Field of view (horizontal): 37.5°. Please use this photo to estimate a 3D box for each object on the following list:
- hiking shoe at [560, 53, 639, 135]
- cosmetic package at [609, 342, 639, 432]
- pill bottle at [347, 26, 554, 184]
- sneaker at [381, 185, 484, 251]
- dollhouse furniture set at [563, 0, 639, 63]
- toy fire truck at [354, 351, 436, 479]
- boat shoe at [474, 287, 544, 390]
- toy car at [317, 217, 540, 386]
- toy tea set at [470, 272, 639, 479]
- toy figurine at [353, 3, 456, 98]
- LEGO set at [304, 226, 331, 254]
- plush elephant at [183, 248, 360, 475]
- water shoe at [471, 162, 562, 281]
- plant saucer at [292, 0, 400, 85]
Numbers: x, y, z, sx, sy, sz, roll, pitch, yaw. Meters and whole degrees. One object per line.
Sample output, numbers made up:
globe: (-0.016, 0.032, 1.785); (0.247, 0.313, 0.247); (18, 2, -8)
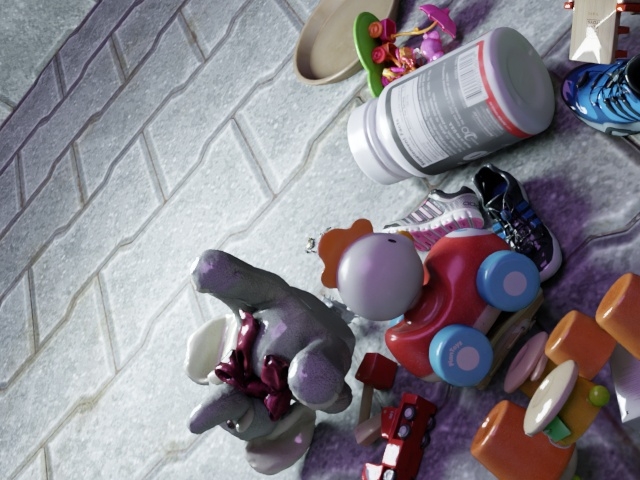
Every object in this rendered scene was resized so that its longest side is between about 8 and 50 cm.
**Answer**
hiking shoe: (0.408, -0.197, 1.178); (0.304, 0.132, 0.113); (24, 82, 55)
cosmetic package: (0.422, 0.117, 0.975); (0.239, 0.060, 0.099); (-29, 44, 34)
pill bottle: (0.189, -0.190, 1.414); (0.283, 0.161, 0.161); (-22, 48, 41)
sneaker: (0.167, -0.036, 1.408); (0.170, 0.063, 0.075); (-17, 51, 37)
dollhouse furniture set: (0.428, -0.294, 1.160); (0.262, 0.259, 0.135); (27, 121, 57)
toy fire truck: (0.088, 0.252, 1.288); (0.135, 0.047, 0.192); (-2, 63, 50)
boat shoe: (0.239, 0.123, 1.216); (0.153, 0.048, 0.056); (-50, 11, -1)
toy car: (0.112, 0.042, 1.202); (0.210, 0.238, 0.219); (-57, 13, -2)
toy tea set: (0.284, 0.168, 0.995); (0.200, 0.124, 0.336); (-55, -3, -25)
toy figurine: (0.160, -0.337, 1.629); (0.159, 0.130, 0.173); (-13, 75, 34)
LEGO set: (-0.001, 0.002, 1.614); (0.083, 0.023, 0.054); (-27, 45, 36)
plush elephant: (-0.089, 0.189, 1.346); (0.272, 0.330, 0.255); (43, 102, 17)
water shoe: (0.254, -0.024, 1.273); (0.073, 0.080, 0.203); (-42, 37, 20)
plant saucer: (0.055, -0.418, 1.866); (0.278, 0.041, 0.278); (-30, 42, 32)
